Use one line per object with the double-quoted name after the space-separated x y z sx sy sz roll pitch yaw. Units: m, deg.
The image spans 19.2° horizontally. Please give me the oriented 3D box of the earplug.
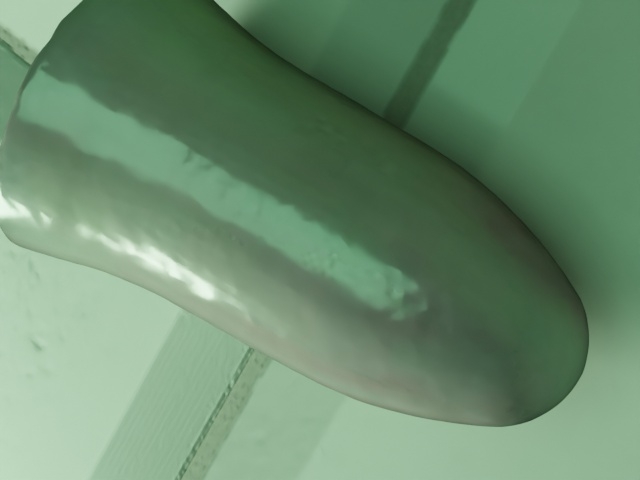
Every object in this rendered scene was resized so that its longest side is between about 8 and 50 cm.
0.000 0.000 0.972 0.301 0.172 0.172 31 106 19 "earplug"
